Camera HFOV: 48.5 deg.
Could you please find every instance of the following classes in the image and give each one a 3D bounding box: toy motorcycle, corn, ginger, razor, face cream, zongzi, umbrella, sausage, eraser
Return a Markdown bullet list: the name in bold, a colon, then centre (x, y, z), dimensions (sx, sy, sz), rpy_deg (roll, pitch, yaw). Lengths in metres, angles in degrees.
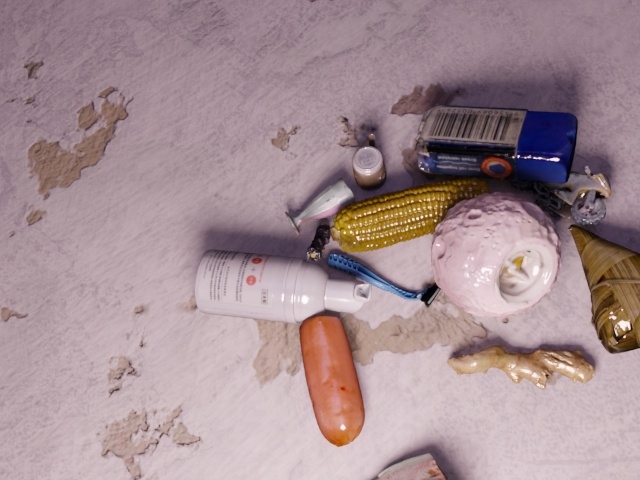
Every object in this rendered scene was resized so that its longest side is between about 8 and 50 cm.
- **toy motorcycle**: centre (0.528, -0.120, 1.543), dimensions (0.229, 0.094, 0.130), rpy_deg (35, 74, 32)
- **corn**: centre (0.198, -0.059, 1.555), dimensions (0.363, 0.120, 0.120), rpy_deg (-14, 69, -1)
- **ginger**: centre (0.404, 0.256, 1.436), dimensions (0.288, 0.075, 0.089), rpy_deg (-1, 75, 4)
- **razor**: centre (0.130, 0.086, 1.551), dimensions (0.253, 0.042, 0.082), rpy_deg (22, 33, 16)
- **face cream**: centre (-0.071, 0.107, 1.520), dimensions (0.370, 0.145, 0.145), rpy_deg (7, 71, 11)
- **zongzi**: centre (0.665, 0.060, 1.426), dimensions (0.286, 0.134, 0.288), rpy_deg (-16, 61, 10)
- **umbrella**: centre (0.000, 0.000, 1.562), dimensions (0.040, 0.144, 0.037), rpy_deg (-13, 113, 19)
- **sausage**: centre (0.024, 0.288, 1.456), dimensions (0.114, 0.113, 0.259), rpy_deg (-15, 70, 3)
- **eraser**: centre (0.380, -0.215, 1.550), dimensions (0.332, 0.101, 0.155), rpy_deg (8, 55, 23)

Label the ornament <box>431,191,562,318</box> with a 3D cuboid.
- **ornament**: centre (0.348, 0.025, 1.431), dimensions (0.259, 0.259, 0.225), rpy_deg (-37, 30, -5)

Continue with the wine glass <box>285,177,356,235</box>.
- **wine glass**: centre (0.001, -0.073, 1.616), dimensions (0.155, 0.073, 0.073), rpy_deg (-32, 69, 0)

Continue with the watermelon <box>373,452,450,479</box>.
- **watermelon**: centre (0.125, 0.545, 1.311), dimensions (0.305, 0.180, 0.224), rpy_deg (-35, 54, -3)

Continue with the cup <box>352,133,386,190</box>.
- **cup**: centre (0.118, -0.177, 1.617), dimensions (0.074, 0.099, 0.102), rpy_deg (31, 78, 17)
